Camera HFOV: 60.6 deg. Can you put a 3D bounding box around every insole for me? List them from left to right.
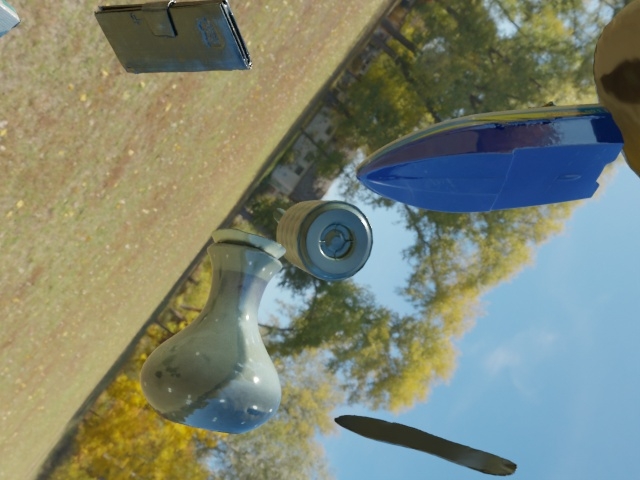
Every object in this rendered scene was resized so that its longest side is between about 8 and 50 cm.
[{"bbox_3d":[0.094,0.194,0.530,0.189,0.064,0.004,4,-90,38],"label":"insole"}]

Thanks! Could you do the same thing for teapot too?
[{"bbox_3d":[-0.125,0.118,0.729,0.183,0.184,0.250,144,-40,-67],"label":"teapot"}]

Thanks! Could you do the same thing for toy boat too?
[{"bbox_3d":[0.182,-0.091,0.630,0.129,0.296,0.088,96,-17,-48],"label":"toy boat"}]

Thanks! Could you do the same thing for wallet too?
[{"bbox_3d":[-0.317,-0.431,1.178,0.169,0.317,0.044,69,32,-52],"label":"wallet"}]

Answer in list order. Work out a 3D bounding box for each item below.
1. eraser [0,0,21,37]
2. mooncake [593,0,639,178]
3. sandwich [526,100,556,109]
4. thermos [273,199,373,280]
[{"bbox_3d":[-0.712,-0.481,1.063,0.096,0.052,0.225,-37,154,7],"label":"eraser"},{"bbox_3d":[0.475,-0.184,0.664,0.156,0.284,0.284,-24,-168,7],"label":"mooncake"},{"bbox_3d":[0.322,-0.162,0.820,0.135,0.067,0.029,-46,172,-20],"label":"sandwich"},{"bbox_3d":[0.000,0.000,1.088,0.145,0.182,0.286,-49,-166,-7],"label":"thermos"}]
